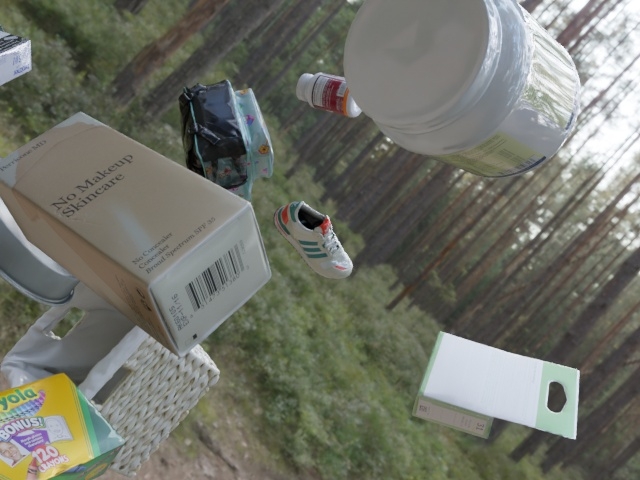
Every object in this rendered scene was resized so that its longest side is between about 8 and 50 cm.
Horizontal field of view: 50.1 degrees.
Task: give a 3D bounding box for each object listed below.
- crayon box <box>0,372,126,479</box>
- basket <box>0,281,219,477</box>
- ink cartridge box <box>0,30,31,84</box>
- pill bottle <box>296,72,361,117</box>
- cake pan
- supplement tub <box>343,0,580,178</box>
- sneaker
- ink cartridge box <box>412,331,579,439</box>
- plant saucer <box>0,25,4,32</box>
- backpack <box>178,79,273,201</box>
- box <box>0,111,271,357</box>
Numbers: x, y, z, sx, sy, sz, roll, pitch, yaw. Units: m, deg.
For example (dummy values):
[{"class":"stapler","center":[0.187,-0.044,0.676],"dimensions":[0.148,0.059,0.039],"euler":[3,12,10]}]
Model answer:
[{"class":"crayon box","center":[-0.444,0.306,0.999],"dimensions":[0.165,0.081,0.278],"euler":[41,19,16]},{"class":"basket","center":[-0.460,0.275,1.504],"dimensions":[0.331,0.328,0.266],"euler":[32,-12,48]},{"class":"ink cartridge box","center":[-0.452,-0.208,0.828],"dimensions":[0.097,0.046,0.207],"euler":[17,34,5]},{"class":"pill bottle","center":[0.024,-0.345,1.607],"dimensions":[0.152,0.086,0.086],"euler":[20,-9,25]},{"class":"cake pan","center":[-0.490,-0.025,1.131],"dimensions":[0.293,0.054,0.293],"euler":[55,3,-4]},{"class":"supplement tub","center":[0.203,-0.221,0.949],"dimensions":[0.235,0.235,0.325],"euler":[44,20,30]},{"class":"sneaker","center":[0.000,0.000,1.091],"dimensions":[0.161,0.057,0.075],"euler":[45,-32,-13]},{"class":"ink cartridge box","center":[0.281,0.240,1.088],"dimensions":[0.235,0.056,0.171],"euler":[16,32,14]},{"class":"plant saucer","center":[-0.676,-0.429,1.271],"dimensions":[0.195,0.037,0.195],"euler":[32,-19,12]},{"class":"backpack","center":[-0.156,-0.150,1.123],"dimensions":[0.188,0.144,0.165],"euler":[107,-33,-55]},{"class":"box","center":[-0.221,-0.019,0.779],"dimensions":[0.311,0.148,0.121],"euler":[27,-34,31]}]
